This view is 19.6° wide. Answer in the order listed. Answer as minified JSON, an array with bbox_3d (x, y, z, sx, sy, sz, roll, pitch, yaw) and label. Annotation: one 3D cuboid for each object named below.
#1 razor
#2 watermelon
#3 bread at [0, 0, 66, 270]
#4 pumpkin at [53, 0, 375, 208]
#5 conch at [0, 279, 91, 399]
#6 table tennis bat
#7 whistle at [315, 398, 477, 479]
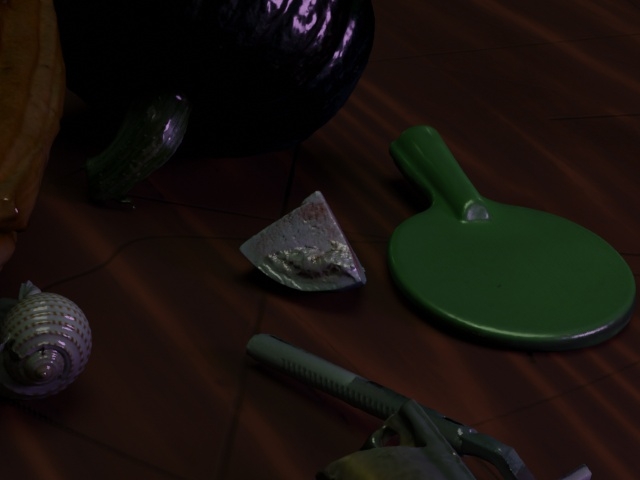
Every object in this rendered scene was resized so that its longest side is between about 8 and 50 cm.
[{"bbox_3d":[0.040,0.095,1.019,0.211,0.036,0.084,28,31,34],"label":"razor"},{"bbox_3d":[0.000,0.000,1.166,0.085,0.061,0.085,1,19,0],"label":"watermelon"},{"bbox_3d":[-0.289,-0.043,1.057,0.277,0.167,0.324,5,36,-7],"label":"bread"},{"bbox_3d":[-0.094,-0.133,1.269,0.248,0.248,0.248,6,27,-3],"label":"pumpkin"},{"bbox_3d":[-0.162,0.059,1.015,0.076,0.056,0.085,-23,12,-3],"label":"conch"},{"bbox_3d":[0.108,-0.002,1.235,0.160,0.039,0.257,-4,34,-21],"label":"table tennis bat"},{"bbox_3d":[0.088,0.177,0.839,0.057,0.068,0.326,42,5,-35],"label":"whistle"}]
